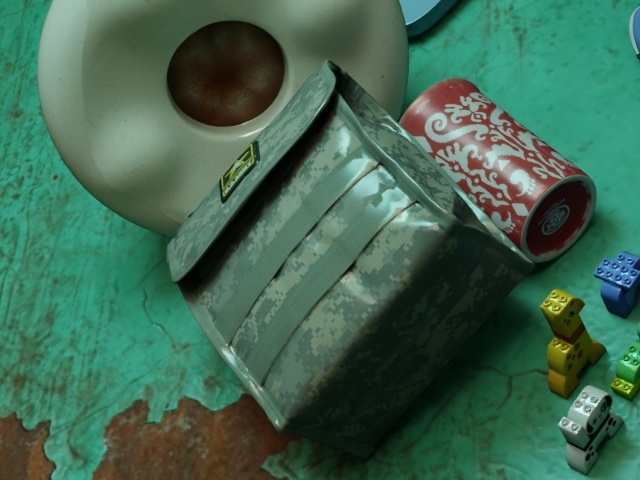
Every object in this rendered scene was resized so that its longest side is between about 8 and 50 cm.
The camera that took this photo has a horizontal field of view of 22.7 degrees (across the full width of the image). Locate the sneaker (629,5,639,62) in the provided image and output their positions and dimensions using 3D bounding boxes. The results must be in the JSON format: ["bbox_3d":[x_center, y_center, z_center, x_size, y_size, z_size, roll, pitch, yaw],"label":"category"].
[{"bbox_3d":[0.346,-0.165,1.449,0.080,0.081,0.211,-35,44,1],"label":"sneaker"}]

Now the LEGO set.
[{"bbox_3d":[0.236,0.065,1.310,0.087,0.093,0.227,24,68,40],"label":"LEGO set"}]

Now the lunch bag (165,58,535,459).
[{"bbox_3d":[0.000,0.000,1.385,0.235,0.169,0.287,-50,51,12],"label":"lunch bag"}]

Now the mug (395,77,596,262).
[{"bbox_3d":[0.153,-0.045,1.454,0.169,0.113,0.150,39,112,39],"label":"mug"}]

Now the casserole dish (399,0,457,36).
[{"bbox_3d":[0.115,-0.283,1.703,0.188,0.037,0.114,-46,47,-13],"label":"casserole dish"}]

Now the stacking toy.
[{"bbox_3d":[-0.123,-0.247,1.661,0.350,0.350,0.480,-29,30,4],"label":"stacking toy"}]
